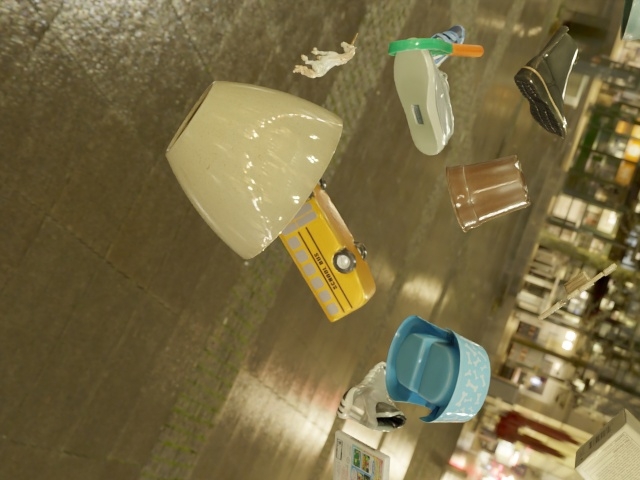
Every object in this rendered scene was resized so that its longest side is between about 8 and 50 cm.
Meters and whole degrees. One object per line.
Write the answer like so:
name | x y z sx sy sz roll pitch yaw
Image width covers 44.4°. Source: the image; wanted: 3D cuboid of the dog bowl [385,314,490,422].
dog bowl | 0.210 0.236 1.424 0.297 0.074 0.166 -167 -86 -74

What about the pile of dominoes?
pile of dominoes | 0.551 0.101 1.709 0.196 0.040 0.251 -38 165 14

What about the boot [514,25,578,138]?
boot | 0.471 -0.304 1.534 0.137 0.077 0.198 -50 136 -6

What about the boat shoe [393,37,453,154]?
boat shoe | 0.195 -0.270 1.432 0.081 0.079 0.228 -43 131 -35

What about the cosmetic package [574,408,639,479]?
cosmetic package | 0.716 0.535 1.682 0.160 0.309 0.113 -48 170 18

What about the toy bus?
toy bus | 0.000 0.000 1.722 0.130 0.333 0.108 -31 -179 21

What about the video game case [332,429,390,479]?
video game case | 0.076 0.463 1.506 0.019 0.143 0.157 -6 104 -39

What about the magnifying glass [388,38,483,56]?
magnifying glass | 0.215 -0.346 1.418 0.231 0.092 0.026 -11 100 -41

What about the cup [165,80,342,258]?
cup | -0.151 -0.164 1.487 0.331 0.237 0.331 -50 -162 22

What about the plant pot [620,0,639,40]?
plant pot | 0.569 -0.433 1.143 0.293 0.196 0.293 10 90 -75

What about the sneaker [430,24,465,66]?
sneaker | 0.297 -0.473 1.883 0.144 0.053 0.059 -48 152 -15

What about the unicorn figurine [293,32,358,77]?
unicorn figurine | 0.015 -0.453 1.960 0.162 0.111 0.060 -52 142 -17

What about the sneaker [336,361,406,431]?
sneaker | 0.137 0.353 1.705 0.228 0.132 0.086 -29 142 -57

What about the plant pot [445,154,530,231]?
plant pot | 0.401 -0.121 1.862 0.167 0.165 0.167 -16 90 -70
